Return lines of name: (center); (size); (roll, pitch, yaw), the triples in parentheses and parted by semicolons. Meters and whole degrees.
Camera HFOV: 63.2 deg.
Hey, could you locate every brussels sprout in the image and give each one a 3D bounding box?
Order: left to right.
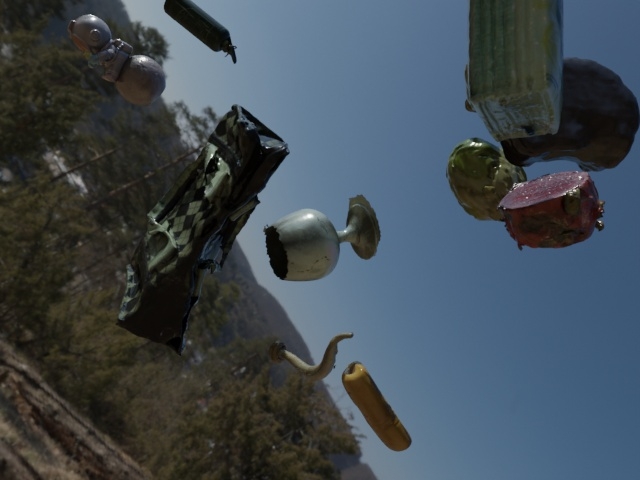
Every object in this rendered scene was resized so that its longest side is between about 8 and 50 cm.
brussels sprout: (0.570, -0.202, 1.773); (0.273, 0.242, 0.317); (21, 39, -61)

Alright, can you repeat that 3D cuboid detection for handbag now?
handbag: (-0.207, -0.039, 0.943); (0.180, 0.416, 0.317); (32, 6, -18)

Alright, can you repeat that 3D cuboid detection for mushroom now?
mushroom: (-0.017, 0.192, 0.857); (0.068, 0.043, 0.306); (53, -28, -7)
mushroom: (0.573, -0.554, 1.884); (0.312, 0.099, 0.081); (42, 28, -69)

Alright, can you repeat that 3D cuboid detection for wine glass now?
wine glass: (0.000, 0.000, 1.623); (0.238, 0.322, 0.238); (37, -46, 50)

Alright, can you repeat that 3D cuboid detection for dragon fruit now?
dragon fruit: (0.512, -0.058, 1.157); (0.282, 0.211, 0.147); (-123, -173, -80)

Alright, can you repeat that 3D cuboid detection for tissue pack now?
tissue pack: (0.371, -0.415, 0.982); (0.287, 0.162, 0.388); (9, 81, -63)

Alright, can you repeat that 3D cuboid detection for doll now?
doll: (-0.576, -0.513, 1.473); (0.287, 0.151, 0.151); (42, -1, -33)

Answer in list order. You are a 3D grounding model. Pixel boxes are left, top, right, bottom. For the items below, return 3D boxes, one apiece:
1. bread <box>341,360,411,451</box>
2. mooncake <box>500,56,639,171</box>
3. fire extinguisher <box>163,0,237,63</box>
bread: (0.165, 0.509, 1.591); (0.305, 0.091, 0.142); (56, -12, -10)
mooncake: (0.742, -0.372, 1.585); (0.380, 0.351, 0.212); (15, -6, 9)
fire extinguisher: (-0.427, -0.776, 1.906); (0.311, 0.095, 0.114); (38, -32, 3)
